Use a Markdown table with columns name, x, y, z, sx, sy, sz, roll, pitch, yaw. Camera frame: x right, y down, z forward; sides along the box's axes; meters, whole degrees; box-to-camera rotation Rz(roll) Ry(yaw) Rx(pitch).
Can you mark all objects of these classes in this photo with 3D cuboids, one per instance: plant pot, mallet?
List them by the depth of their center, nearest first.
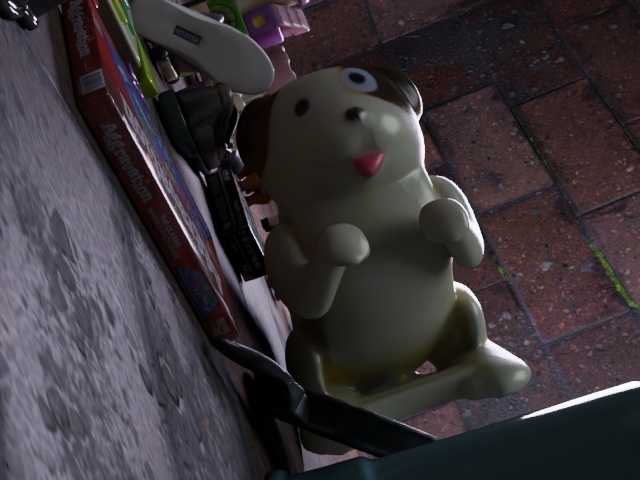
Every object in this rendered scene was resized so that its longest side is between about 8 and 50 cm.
| name | x | y | z | sx | sy | sz | roll | pitch | yaw |
| --- | --- | --- | --- | --- | --- | --- | --- | --- | --- |
| plant pot | 0.169 | 0.294 | 1.044 | 0.341 | 0.334 | 0.341 | -23 | 90 | -89 |
| mallet | -0.172 | -0.192 | 1.909 | 0.062 | 0.039 | 0.189 | 78 | -13 | -77 |

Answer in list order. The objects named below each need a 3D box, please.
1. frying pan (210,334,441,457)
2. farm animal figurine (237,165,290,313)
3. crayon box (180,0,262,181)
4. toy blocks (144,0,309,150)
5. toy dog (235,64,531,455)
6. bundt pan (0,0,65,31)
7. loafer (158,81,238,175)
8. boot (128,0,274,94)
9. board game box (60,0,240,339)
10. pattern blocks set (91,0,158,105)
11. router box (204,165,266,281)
| name | x | y | z | sx | sy | sz | roll | pitch | yaw |
| --- | --- | --- | --- | --- | --- | --- | --- | --- | --- |
| frying pan | 0.013 | 0.158 | 1.132 | 0.326 | 0.197 | 0.053 | 56 | 54 | -78 |
| farm animal figurine | 0.000 | 0.000 | 2.058 | 0.327 | 0.172 | 0.330 | -45 | 115 | -84 |
| crayon box | -0.153 | -0.257 | 2.122 | 0.323 | 0.083 | 0.203 | 80 | -11 | -71 |
| toy blocks | -0.103 | -0.317 | 1.709 | 0.309 | 0.260 | 0.288 | 66 | 3 | -65 |
| toy dog | 0.059 | -0.014 | 1.500 | 0.395 | 0.285 | 0.407 | -107 | -177 | -73 |
| bundt pan | -0.194 | -0.304 | 0.754 | 0.331 | 0.124 | 0.330 | -21 | 90 | -89 |
| loafer | -0.130 | -0.138 | 1.485 | 0.267 | 0.084 | 0.096 | 33 | 35 | -88 |
| boot | -0.142 | -0.239 | 1.461 | 0.190 | 0.069 | 0.086 | 30 | 10 | -15 |
| board game box | -0.137 | -0.052 | 1.012 | 0.145 | 0.027 | 0.281 | -109 | 177 | -46 |
| pattern blocks set | -0.217 | -0.259 | 1.193 | 0.285 | 0.026 | 0.324 | 67 | 1 | -50 |
| router box | -0.105 | -0.021 | 1.556 | 0.122 | 0.038 | 0.092 | -111 | 180 | -46 |
